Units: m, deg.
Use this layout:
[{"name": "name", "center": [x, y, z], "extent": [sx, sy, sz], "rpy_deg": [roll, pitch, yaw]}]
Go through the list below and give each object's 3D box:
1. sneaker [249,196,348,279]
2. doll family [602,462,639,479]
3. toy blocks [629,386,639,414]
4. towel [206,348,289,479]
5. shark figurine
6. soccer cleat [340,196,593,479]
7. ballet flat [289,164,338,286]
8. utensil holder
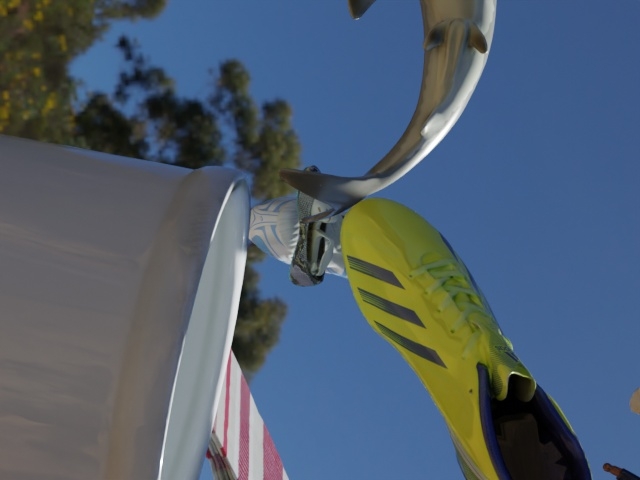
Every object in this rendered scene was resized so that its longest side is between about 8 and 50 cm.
[{"name": "sneaker", "center": [0.000, 0.000, 1.427], "extent": [0.086, 0.237, 0.085], "rpy_deg": [7, -100, 40]}, {"name": "doll family", "center": [0.313, 0.292, 1.082], "extent": [0.111, 0.076, 0.193], "rpy_deg": [-32, -75, 35]}, {"name": "toy blocks", "center": [0.661, 0.190, 1.672], "extent": [0.288, 0.260, 0.309], "rpy_deg": [-66, -164, -9]}, {"name": "towel", "center": [-0.102, 0.252, 1.443], "extent": [0.237, 0.037, 0.329], "rpy_deg": [-94, 164, -63]}, {"name": "shark figurine", "center": [0.068, -0.138, 0.747], "extent": [0.116, 0.166, 0.278], "rpy_deg": [-86, -178, -81]}, {"name": "soccer cleat", "center": [0.109, 0.080, 0.842], "extent": [0.289, 0.093, 0.121], "rpy_deg": [62, -19, 17]}, {"name": "ballet flat", "center": [-0.002, -0.012, 1.091], "extent": [0.041, 0.041, 0.114], "rpy_deg": [-159, -106, -64]}, {"name": "utensil holder", "center": [-0.280, 0.066, 0.984], "extent": [0.327, 0.385, 0.327], "rpy_deg": [11, 90, -86]}]
